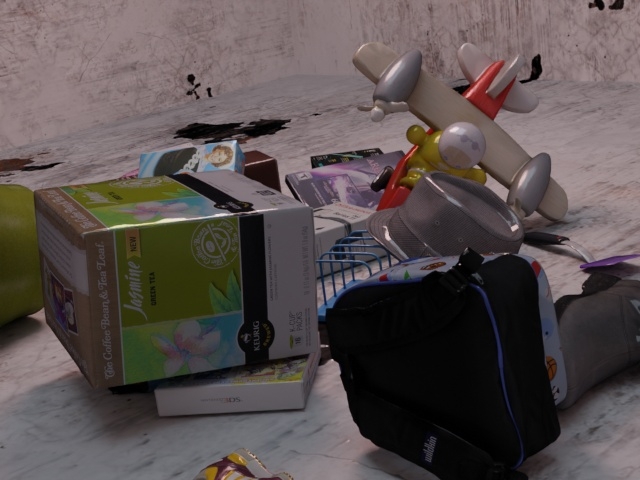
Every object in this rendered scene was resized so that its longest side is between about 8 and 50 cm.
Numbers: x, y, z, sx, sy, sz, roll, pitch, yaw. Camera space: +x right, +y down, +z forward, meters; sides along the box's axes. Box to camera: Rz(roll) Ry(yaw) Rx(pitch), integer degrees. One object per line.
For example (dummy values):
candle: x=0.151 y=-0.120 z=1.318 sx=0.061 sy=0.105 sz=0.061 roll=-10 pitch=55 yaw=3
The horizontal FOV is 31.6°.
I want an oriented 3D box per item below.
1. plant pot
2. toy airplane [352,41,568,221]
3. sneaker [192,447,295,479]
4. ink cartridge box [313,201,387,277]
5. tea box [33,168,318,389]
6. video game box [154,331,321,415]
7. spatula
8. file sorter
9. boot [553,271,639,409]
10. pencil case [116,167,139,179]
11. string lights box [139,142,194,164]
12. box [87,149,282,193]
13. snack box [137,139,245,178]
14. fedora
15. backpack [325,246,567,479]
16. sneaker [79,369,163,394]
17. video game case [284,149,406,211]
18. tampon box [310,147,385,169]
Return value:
plant pot: x=-0.646 y=0.033 z=1.893 sx=0.366 sy=0.366 sz=0.353 roll=6 pitch=10 yaw=39
toy airplane: x=0.267 y=-0.196 z=2.123 sx=0.386 sy=0.384 sz=0.272 roll=-7 pitch=6 yaw=-3
sneaker: x=-0.077 y=0.285 z=1.217 sx=0.084 sy=0.070 sz=0.185 roll=-25 pitch=16 yaw=-25
ink cartridge box: x=0.000 y=0.000 z=2.096 sx=0.208 sy=0.087 sz=0.153 roll=-17 pitch=19 yaw=-31
tea box: x=-0.216 y=0.041 z=1.617 sx=0.323 sy=0.220 sz=0.329 roll=-9 pitch=15 yaw=-24
video game box: x=-0.110 y=0.185 z=1.588 sx=0.205 sy=0.048 sz=0.187 roll=-4 pitch=14 yaw=9
spatula: x=0.438 y=0.014 z=1.956 sx=0.084 sy=0.030 sz=0.296 roll=-13 pitch=17 yaw=-22
file sorter: x=0.068 y=0.056 z=1.846 sx=0.118 sy=0.104 sz=0.170 roll=1 pitch=18 yaw=26
boot: x=0.423 y=0.126 z=1.450 sx=0.222 sy=0.118 sz=0.338 roll=8 pitch=26 yaw=28
pencil case: x=-0.391 y=-0.107 z=2.577 sx=0.124 sy=0.124 sz=0.284 roll=0 pitch=16 yaw=25
string lights box: x=-0.266 y=-0.106 z=2.418 sx=0.133 sy=0.077 sz=0.259 roll=-18 pitch=44 yaw=-34
box: x=-0.267 y=-0.042 z=2.175 sx=0.381 sy=0.191 sz=0.143 roll=-12 pitch=17 yaw=-17
snack box: x=-0.234 y=-0.020 z=1.964 sx=0.187 sy=0.060 sz=0.322 roll=-7 pitch=57 yaw=13
fedora: x=0.221 y=-0.024 z=1.827 sx=0.275 sy=0.124 sz=0.243 roll=40 pitch=31 yaw=29
backpack: x=0.144 y=0.129 z=1.320 sx=0.263 sy=0.277 sz=0.213 roll=-2 pitch=11 yaw=41
sneaker: x=-0.294 y=0.187 z=1.637 sx=0.162 sy=0.063 sz=0.073 roll=3 pitch=22 yaw=32
video game case: x=0.089 y=-0.096 z=2.334 sx=0.274 sy=0.026 sz=0.196 roll=-14 pitch=47 yaw=-19
tampon box: x=0.067 y=-0.136 z=2.503 sx=0.161 sy=0.101 sz=0.120 roll=-8 pitch=17 yaw=-4
